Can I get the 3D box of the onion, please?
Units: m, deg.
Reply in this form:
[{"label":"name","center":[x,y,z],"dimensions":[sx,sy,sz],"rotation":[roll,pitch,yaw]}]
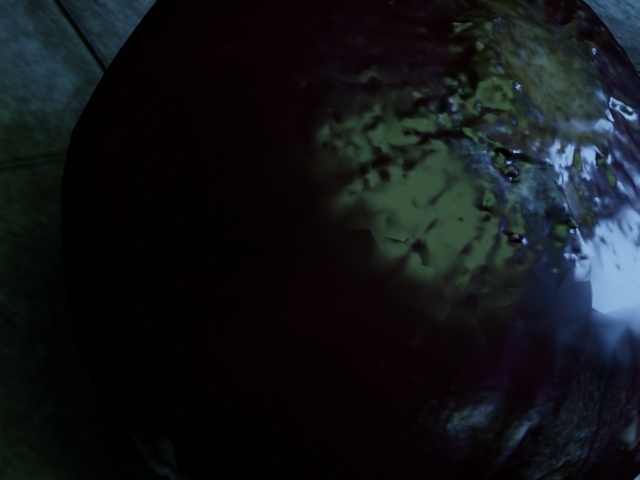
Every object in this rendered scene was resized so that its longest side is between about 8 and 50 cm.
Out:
[{"label":"onion","center":[0.000,0.000,0.755],"dimensions":[0.260,0.282,0.337],"rotation":[-1,65,-38]}]
